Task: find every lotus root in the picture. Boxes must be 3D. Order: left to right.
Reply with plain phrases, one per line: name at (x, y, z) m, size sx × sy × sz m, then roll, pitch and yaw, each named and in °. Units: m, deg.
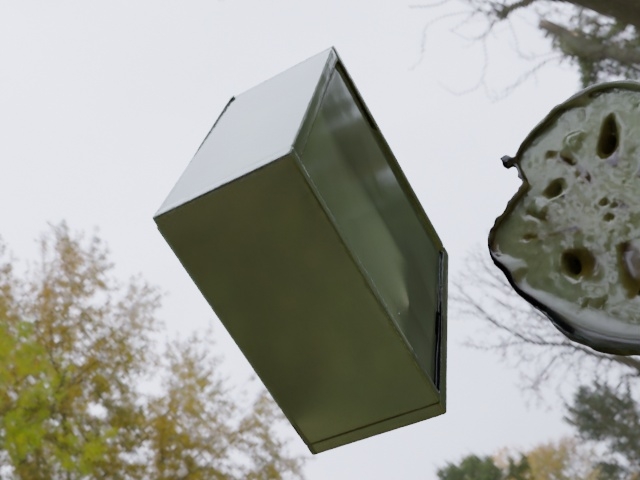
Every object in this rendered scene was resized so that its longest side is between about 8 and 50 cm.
lotus root at (0.231, -0.013, 0.649) m, size 0.078 × 0.204 × 0.183 m, roll 18°, pitch -59°, yaw -49°

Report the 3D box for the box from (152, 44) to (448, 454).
box at (0.000, 0.000, 0.676) m, size 0.117 × 0.225 × 0.225 m, roll -23°, pitch -67°, yaw 20°
